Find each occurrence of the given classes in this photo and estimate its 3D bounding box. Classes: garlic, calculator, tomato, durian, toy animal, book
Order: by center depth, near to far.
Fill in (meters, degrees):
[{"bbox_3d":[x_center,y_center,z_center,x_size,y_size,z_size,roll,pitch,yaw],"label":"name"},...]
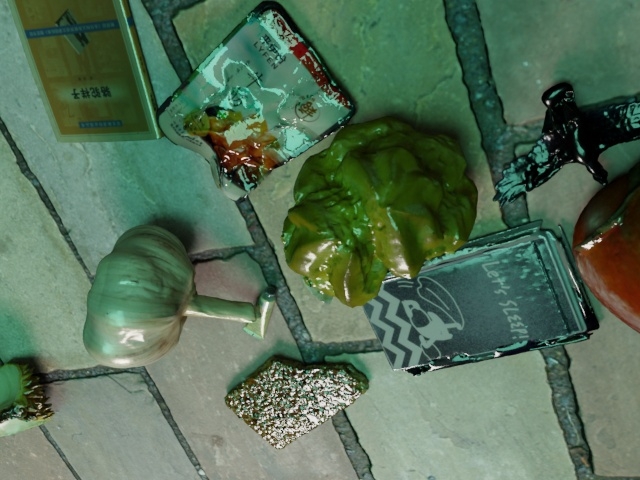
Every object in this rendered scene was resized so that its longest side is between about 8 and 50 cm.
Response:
[{"bbox_3d":[0.401,0.036,0.610,0.309,0.170,0.309,11,123,18],"label":"tomato"},{"bbox_3d":[0.261,-0.102,0.662,0.220,0.062,0.108,-31,123,32],"label":"toy animal"},{"bbox_3d":[0.183,0.080,0.815,0.274,0.028,0.165,-18,108,28],"label":"calculator"},{"bbox_3d":[-0.301,-0.239,0.824,0.170,0.018,0.241,1,120,21],"label":"book"},{"bbox_3d":[-0.195,0.095,0.896,0.226,0.199,0.199,15,126,-8],"label":"garlic"},{"bbox_3d":[-0.573,0.315,1.196,0.252,0.139,0.144,-17,116,29],"label":"durian"}]

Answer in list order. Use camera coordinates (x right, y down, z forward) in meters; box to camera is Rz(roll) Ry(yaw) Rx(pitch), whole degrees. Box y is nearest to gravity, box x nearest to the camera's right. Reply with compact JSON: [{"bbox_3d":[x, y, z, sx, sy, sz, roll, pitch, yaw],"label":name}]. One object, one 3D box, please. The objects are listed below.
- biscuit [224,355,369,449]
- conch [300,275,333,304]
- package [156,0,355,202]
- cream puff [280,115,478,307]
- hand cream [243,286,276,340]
[{"bbox_3d":[-0.044,0.235,0.999,0.131,0.026,0.237,42,127,-7],"label":"biscuit"},{"bbox_3d":[-0.001,0.004,0.819,0.088,0.065,0.180,17,126,12],"label":"conch"},{"bbox_3d":[-0.088,-0.150,0.780,0.232,0.040,0.166,-32,103,32],"label":"package"},{"bbox_3d":[0.059,-0.033,0.685,0.221,0.194,0.194,-34,104,5],"label":"cream puff"},{"bbox_3d":[-0.085,0.104,0.943,0.035,0.022,0.102,28,131,5],"label":"hand cream"}]
